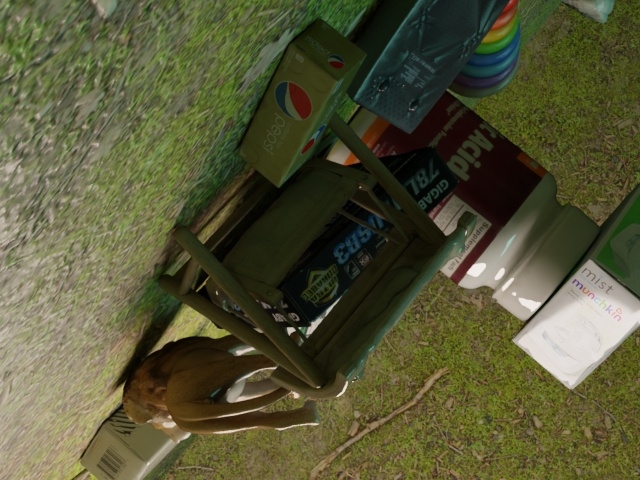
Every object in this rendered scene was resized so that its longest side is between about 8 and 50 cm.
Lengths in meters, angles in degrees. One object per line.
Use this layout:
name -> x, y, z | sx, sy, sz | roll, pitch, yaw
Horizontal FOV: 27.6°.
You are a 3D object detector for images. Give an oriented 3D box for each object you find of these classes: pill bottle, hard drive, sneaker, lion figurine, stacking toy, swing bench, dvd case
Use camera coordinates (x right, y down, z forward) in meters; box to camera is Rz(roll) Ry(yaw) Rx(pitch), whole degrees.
pill bottle -> 0.219, -0.069, 2.004 | 0.224, 0.392, 0.224 | -51, 175, -6
hard drive -> 0.133, -0.257, 1.529 | 0.255, 0.054, 0.172 | -54, 150, 9
sneaker -> 0.420, -0.404, 1.972 | 0.115, 0.090, 0.232 | -60, 180, 25
lion figurine -> -0.141, 0.188, 1.681 | 0.240, 0.142, 0.392 | -10, 175, -8
stacking toy -> 0.244, -0.327, 1.940 | 0.141, 0.141, 0.330 | -50, 171, -8
swing bench -> -0.003, 0.017, 1.490 | 0.253, 0.254, 0.165 | -48, 174, -26
dvd case -> -0.022, -0.097, 1.856 | 0.119, 0.013, 0.087 | -52, 175, 33

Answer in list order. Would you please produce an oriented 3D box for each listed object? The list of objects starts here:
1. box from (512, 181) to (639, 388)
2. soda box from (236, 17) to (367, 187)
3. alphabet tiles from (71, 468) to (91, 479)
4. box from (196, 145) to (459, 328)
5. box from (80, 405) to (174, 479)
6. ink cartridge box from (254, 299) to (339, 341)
box -> 0.446, 0.061, 1.981 | 0.262, 0.126, 0.231 | -45, 172, -42
soda box -> -0.022, -0.136, 1.324 | 0.058, 0.061, 0.181 | -47, 173, -40
alphabet tiles -> -0.449, 0.455, 2.089 | 0.198, 0.009, 0.237 | -52, 174, 15
box -> 0.000, 0.000, 1.747 | 0.295, 0.073, 0.293 | -43, -165, -24
box -> -0.252, 0.277, 2.057 | 0.113, 0.094, 0.275 | -54, 174, 35
ink cartridge box -> -0.009, 0.089, 2.182 | 0.219, 0.093, 0.160 | -10, 145, -26
